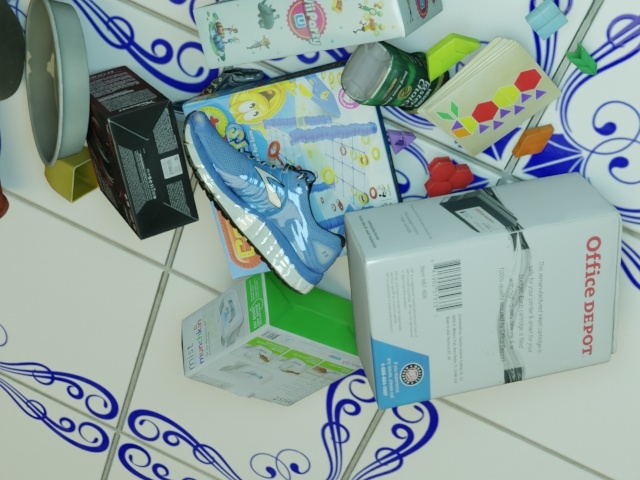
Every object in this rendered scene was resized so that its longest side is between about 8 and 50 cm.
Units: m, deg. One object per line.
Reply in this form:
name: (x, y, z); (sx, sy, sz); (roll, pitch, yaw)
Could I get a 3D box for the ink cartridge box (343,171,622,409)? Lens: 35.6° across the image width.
ink cartridge box: (0.254, 0.077, 1.576); (0.395, 0.166, 0.285); (-10, 121, -7)

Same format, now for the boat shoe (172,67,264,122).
boat shoe: (-0.176, -0.249, 1.693); (0.184, 0.065, 0.083); (-1, 116, 13)

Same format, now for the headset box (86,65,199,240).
headset box: (-0.323, -0.160, 1.690); (0.110, 0.293, 0.218); (-20, 120, -19)

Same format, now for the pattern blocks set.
pattern blocks set: (0.253, -0.212, 1.502); (0.325, 0.026, 0.285); (-30, 134, 14)

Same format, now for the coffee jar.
coffee jar: (0.118, -0.245, 1.509); (0.079, 0.184, 0.096); (44, 115, 27)

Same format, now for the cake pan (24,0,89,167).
cake pan: (-0.445, -0.269, 1.677); (0.054, 0.293, 0.293); (-5, 129, -26)

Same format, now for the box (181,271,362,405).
box: (-0.080, 0.186, 1.811); (0.262, 0.126, 0.231); (23, 137, -39)

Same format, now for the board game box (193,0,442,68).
board game box: (0.002, -0.338, 1.466); (0.304, 0.224, 0.097); (-6, 109, 24)

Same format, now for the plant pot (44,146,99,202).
plant pot: (-0.468, -0.134, 1.862); (0.083, 0.081, 0.081); (27, 127, 17)

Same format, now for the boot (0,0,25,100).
boot: (-0.600, -0.396, 1.741); (0.115, 0.112, 0.305); (34, 140, 49)

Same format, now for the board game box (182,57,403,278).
board game box: (-0.035, -0.117, 1.631); (0.302, 0.086, 0.308); (-13, 106, 10)

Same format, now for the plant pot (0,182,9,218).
plant pot: (-0.724, -0.178, 1.830); (0.273, 0.272, 0.264); (10, 115, 14)

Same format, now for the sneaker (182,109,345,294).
sneaker: (-0.089, -0.078, 1.554); (0.147, 0.130, 0.330); (-41, 92, -7)
